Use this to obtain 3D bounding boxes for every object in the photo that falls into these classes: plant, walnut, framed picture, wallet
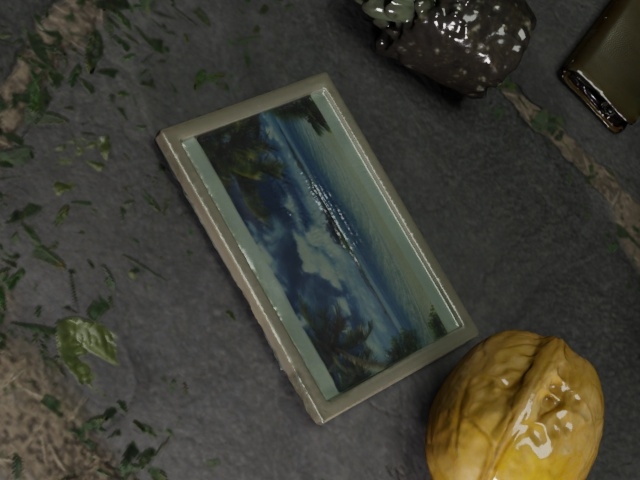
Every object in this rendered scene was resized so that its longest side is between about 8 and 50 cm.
[{"bbox_3d":[0.128,-0.249,1.651,0.194,0.129,0.132,38,50,-16],"label":"plant"},{"bbox_3d":[0.183,0.174,1.459,0.159,0.159,0.207,41,57,-10],"label":"walnut"},{"bbox_3d":[0.000,0.000,1.507,0.232,0.024,0.315,-25,83,-40],"label":"framed picture"},{"bbox_3d":[0.363,-0.220,1.851,0.110,0.031,0.198,44,51,-7],"label":"wallet"}]
